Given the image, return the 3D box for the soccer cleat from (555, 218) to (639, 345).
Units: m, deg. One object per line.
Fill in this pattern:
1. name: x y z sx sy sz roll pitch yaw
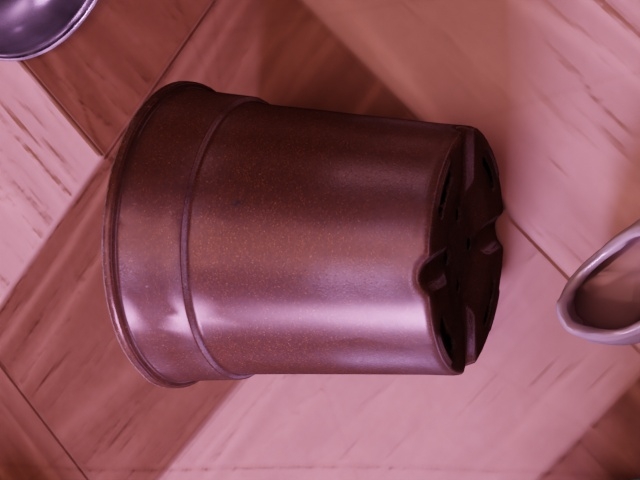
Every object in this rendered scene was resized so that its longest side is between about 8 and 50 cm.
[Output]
1. soccer cleat: 0.195 -0.007 0.654 0.196 0.076 0.068 -38 75 28

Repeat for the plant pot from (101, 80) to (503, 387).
1. plant pot: 0.000 0.000 0.733 0.165 0.167 0.167 2 96 24

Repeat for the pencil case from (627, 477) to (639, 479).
1. pencil case: 0.196 0.117 0.672 0.151 0.064 0.070 -36 92 28

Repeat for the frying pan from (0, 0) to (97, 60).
1. frying pan: -0.157 -0.194 0.873 0.326 0.053 0.197 22 106 31
